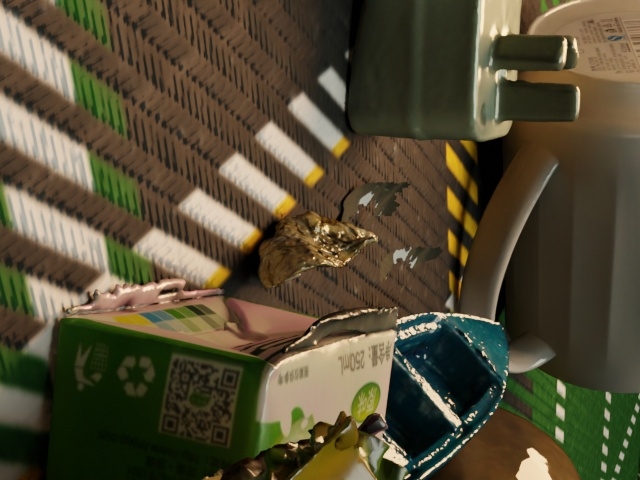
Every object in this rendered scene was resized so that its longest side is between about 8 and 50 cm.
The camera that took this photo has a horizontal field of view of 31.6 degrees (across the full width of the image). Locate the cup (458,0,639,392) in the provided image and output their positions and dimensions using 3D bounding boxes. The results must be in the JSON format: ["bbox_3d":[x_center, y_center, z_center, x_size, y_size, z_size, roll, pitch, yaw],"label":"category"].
[{"bbox_3d":[0.259,-0.034,1.067,0.323,0.237,0.327,-27,130,-26],"label":"cup"}]

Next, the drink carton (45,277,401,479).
[{"bbox_3d":[-0.050,0.158,0.526,0.161,0.108,0.271,-4,101,-66],"label":"drink carton"}]

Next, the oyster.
[{"bbox_3d":[0.000,0.000,0.640,0.083,0.080,0.038,166,-90,-80],"label":"oyster"}]

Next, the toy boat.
[{"bbox_3d":[0.052,0.111,0.747,0.062,0.096,0.299,-52,164,29],"label":"toy boat"}]

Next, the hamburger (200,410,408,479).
[{"bbox_3d":[-0.022,0.150,0.378,0.189,0.093,0.164,-38,115,-40],"label":"hamburger"}]

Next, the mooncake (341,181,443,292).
[{"bbox_3d":[0.086,0.073,0.880,0.150,0.057,0.347,-58,149,-39],"label":"mooncake"}]

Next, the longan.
[{"bbox_3d":[0.116,0.204,0.854,0.187,0.167,0.167,-10,108,-70],"label":"longan"}]

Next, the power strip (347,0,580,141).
[{"bbox_3d":[0.100,-0.194,0.716,0.229,0.141,0.261,-20,113,-63],"label":"power strip"}]
